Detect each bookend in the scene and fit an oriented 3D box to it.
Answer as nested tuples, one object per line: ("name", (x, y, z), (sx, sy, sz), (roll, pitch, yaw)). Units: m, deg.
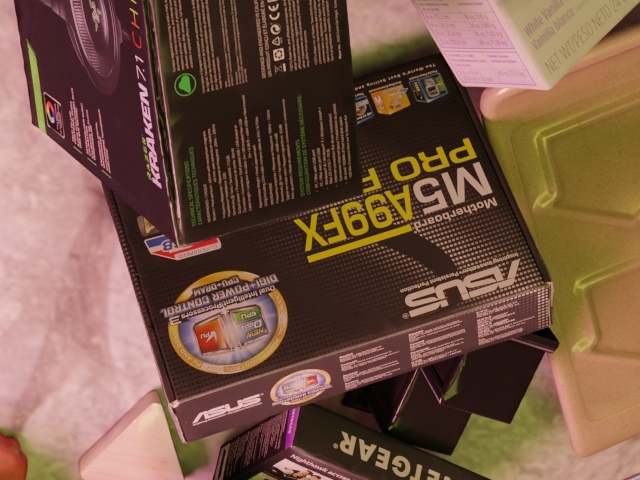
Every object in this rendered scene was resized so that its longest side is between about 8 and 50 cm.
("bookend", (0.092, 0.099, 1.448), (0.072, 0.156, 0.157), (18, 109, -19))

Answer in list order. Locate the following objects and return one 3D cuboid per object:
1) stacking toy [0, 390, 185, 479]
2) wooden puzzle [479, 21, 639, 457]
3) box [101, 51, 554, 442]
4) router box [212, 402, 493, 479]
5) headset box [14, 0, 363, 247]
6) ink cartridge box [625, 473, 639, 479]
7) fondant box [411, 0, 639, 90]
("stacking toy", (-0.185, 0.290, 1.485), (0.279, 0.130, 0.309), (-26, 116, 0))
("wooden puzzle", (0.295, -0.035, 1.472), (0.322, 0.080, 0.348), (-22, 120, -8))
("box", (0.000, 0.000, 1.355), (0.270, 0.216, 0.060), (-17, 146, -4))
("router box", (0.025, 0.189, 1.492), (0.179, 0.046, 0.133), (25, 148, -21))
("headset box", (-0.101, -0.166, 1.235), (0.131, 0.283, 0.246), (-16, 117, -22))
("ink cartridge box", (0.248, 0.309, 1.633), (0.206, 0.045, 0.208), (-24, 114, -1))
("fondant box", (0.121, -0.297, 1.271), (0.238, 0.096, 0.330), (-44, 116, -21))
